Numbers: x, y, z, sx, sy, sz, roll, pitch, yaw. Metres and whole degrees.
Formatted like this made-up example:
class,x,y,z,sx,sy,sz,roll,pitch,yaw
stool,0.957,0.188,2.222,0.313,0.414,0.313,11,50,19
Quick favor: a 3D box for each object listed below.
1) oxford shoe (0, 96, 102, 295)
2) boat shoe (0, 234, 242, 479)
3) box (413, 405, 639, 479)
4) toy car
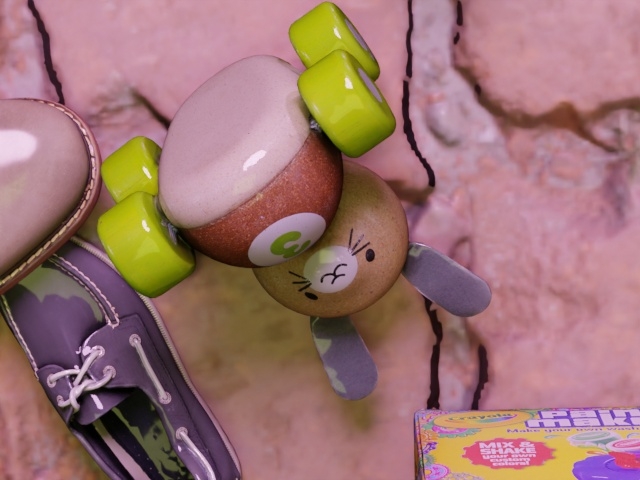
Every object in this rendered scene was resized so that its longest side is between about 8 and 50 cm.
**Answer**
class,x,y,z,sx,sy,sz,roll,pitch,yaw
oxford shoe,-0.274,0.004,1.006,0.348,0.130,0.123,-22,80,-13
boat shoe,-0.115,0.079,1.096,0.075,0.065,0.206,-34,100,12
box,0.199,0.244,1.078,0.289,0.177,0.279,-2,103,1
toy car,0.000,0.000,1.045,0.155,0.149,0.188,-35,113,11
